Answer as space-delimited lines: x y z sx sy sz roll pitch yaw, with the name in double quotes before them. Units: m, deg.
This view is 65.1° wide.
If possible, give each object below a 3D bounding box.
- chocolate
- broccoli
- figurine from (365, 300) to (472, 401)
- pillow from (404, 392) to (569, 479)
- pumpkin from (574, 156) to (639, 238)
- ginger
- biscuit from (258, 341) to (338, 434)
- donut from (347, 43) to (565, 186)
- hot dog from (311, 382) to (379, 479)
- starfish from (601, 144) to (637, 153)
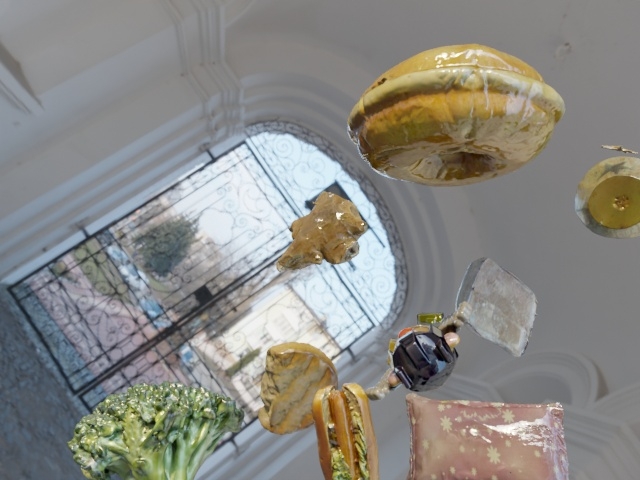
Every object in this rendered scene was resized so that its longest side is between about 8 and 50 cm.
"chocolate" 0.448 0.172 1.302 0.303 0.185 0.100 33 -11 -36
"broccoli" -0.295 0.388 0.932 0.248 0.287 0.246 79 8 -74
"figurine" 0.231 0.255 1.138 0.143 0.309 0.308 29 -17 6
"pillow" 0.182 0.234 0.570 0.184 0.118 0.043 -7 -34 25
"pumpkin" 0.739 -0.112 1.234 0.217 0.217 0.110 47 19 27
"ginger" 0.000 0.000 1.339 0.218 0.270 0.123 34 -10 34
"biscuit" -0.059 0.399 1.358 0.091 0.213 0.275 -122 -136 -68
"donut" 0.274 -0.245 1.072 0.449 0.448 0.198 139 -46 -77
"hot dog" 0.064 0.480 1.123 0.100 0.135 0.338 -118 -160 -75
"starfish" 0.711 -0.222 1.211 0.086 0.092 0.016 -135 -127 -72
